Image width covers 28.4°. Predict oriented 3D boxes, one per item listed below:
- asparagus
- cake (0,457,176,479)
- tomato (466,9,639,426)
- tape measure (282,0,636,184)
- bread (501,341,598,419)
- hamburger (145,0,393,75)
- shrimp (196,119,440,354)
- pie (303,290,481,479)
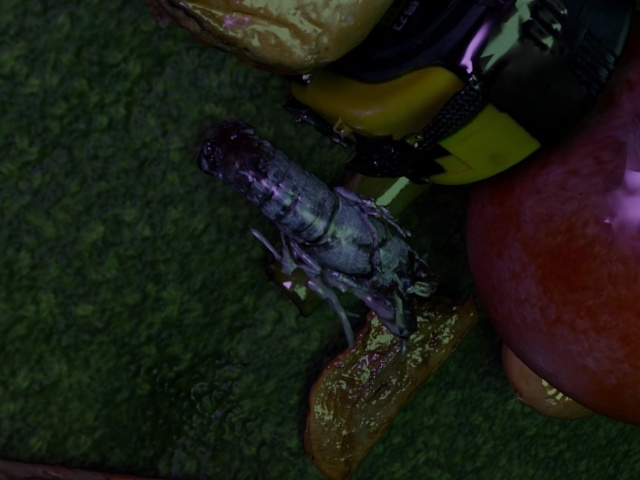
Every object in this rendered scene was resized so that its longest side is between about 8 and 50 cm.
[{"bbox_3d":[0.036,-0.029,0.807,0.045,0.041,0.178,42,86,6],"label":"asparagus"},{"bbox_3d":[-0.114,0.181,0.741,0.262,0.158,0.160,-22,122,-24],"label":"cake"},{"bbox_3d":[0.220,-0.019,0.776,0.265,0.265,0.265,-13,117,-26],"label":"tomato"},{"bbox_3d":[0.082,-0.114,0.706,0.112,0.186,0.199,31,93,-29],"label":"tape measure"},{"bbox_3d":[0.212,0.058,0.931,0.189,0.077,0.114,-32,104,-14],"label":"bread"},{"bbox_3d":[-0.039,-0.175,0.647,0.185,0.131,0.159,32,102,-30],"label":"hamburger"},{"bbox_3d":[0.000,0.000,0.742,0.174,0.076,0.082,39,94,-12],"label":"shrimp"},{"bbox_3d":[0.041,0.093,0.870,0.092,0.034,0.170,35,97,-39],"label":"pie"}]
